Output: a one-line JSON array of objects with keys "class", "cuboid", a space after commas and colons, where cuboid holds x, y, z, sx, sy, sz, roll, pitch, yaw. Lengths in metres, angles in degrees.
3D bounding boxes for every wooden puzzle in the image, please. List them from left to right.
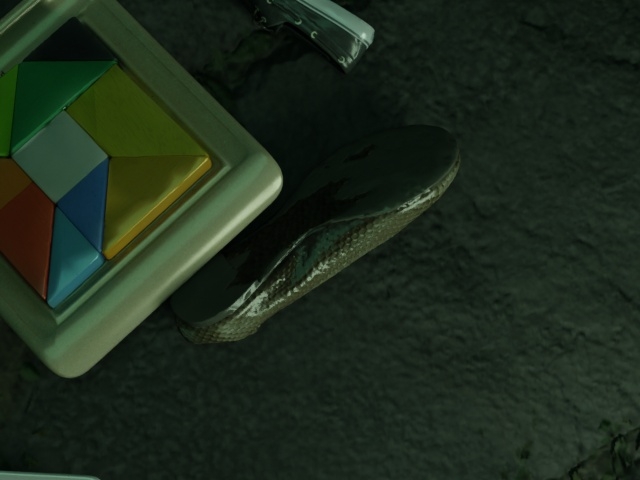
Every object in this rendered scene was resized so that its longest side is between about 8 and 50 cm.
[{"class": "wooden puzzle", "cuboid": [-0.182, -0.055, 1.321, 0.221, 0.044, 0.239, -43, 78, -8]}]

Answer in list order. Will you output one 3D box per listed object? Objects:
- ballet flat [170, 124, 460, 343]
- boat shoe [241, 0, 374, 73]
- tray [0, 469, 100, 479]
[{"class": "ballet flat", "cuboid": [0.000, 0.000, 1.347, 0.250, 0.058, 0.084, -36, 48, -12]}, {"class": "boat shoe", "cuboid": [-0.028, -0.173, 1.362, 0.142, 0.049, 0.040, 28, 83, -4]}, {"class": "tray", "cuboid": [-0.238, 0.300, 1.307, 0.145, 0.030, 0.270, 5, 84, -5]}]
